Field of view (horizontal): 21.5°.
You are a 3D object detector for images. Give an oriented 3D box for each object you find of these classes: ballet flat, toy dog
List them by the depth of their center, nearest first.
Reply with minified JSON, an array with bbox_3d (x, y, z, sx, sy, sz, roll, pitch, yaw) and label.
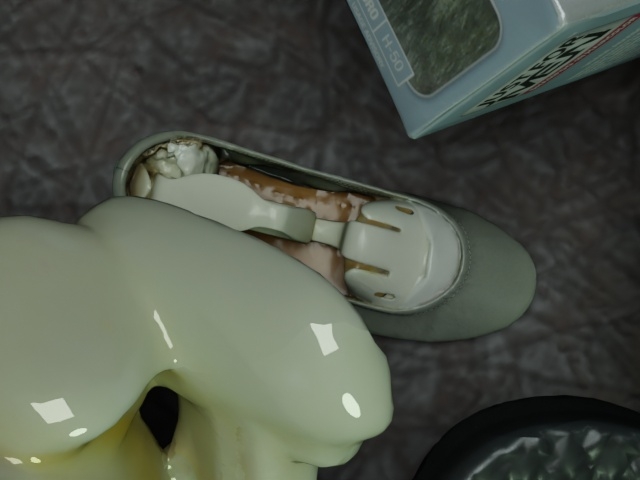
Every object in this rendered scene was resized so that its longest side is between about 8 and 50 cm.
[{"bbox_3d":[-0.217,0.153,0.632,0.395,0.284,0.408,35,49,22],"label":"toy dog"},{"bbox_3d":[0.000,0.000,0.809,0.213,0.068,0.072,16,87,4],"label":"ballet flat"}]

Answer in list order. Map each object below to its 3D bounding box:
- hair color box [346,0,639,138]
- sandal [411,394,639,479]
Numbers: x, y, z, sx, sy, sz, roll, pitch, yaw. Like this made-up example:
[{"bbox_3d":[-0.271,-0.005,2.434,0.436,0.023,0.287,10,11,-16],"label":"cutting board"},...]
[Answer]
[{"bbox_3d":[0.165,-0.193,0.704,0.374,0.113,0.185,-21,83,-33],"label":"hair color box"},{"bbox_3d":[0.079,0.280,0.726,0.167,0.107,0.446,9,99,-10],"label":"sandal"}]
